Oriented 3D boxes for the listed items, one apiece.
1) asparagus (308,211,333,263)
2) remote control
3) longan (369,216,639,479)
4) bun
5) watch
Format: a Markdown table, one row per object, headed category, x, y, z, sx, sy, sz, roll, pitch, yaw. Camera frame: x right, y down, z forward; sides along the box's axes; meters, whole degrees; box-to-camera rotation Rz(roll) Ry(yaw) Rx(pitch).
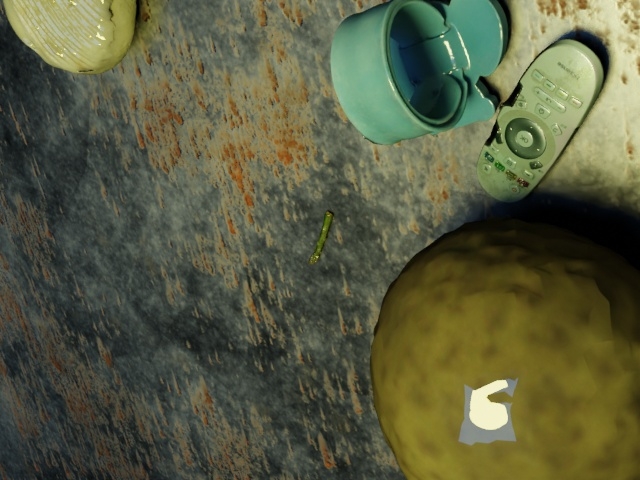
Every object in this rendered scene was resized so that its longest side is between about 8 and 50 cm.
| category | x | y | z | sx | sy | sz | roll | pitch | yaw |
| --- | --- | --- | --- | --- | --- | --- | --- | --- | --- |
| asparagus | 0.000 | 0.000 | 1.506 | 0.015 | 0.014 | 0.114 | -117 | 34 | -41 |
| remote control | 0.268 | -0.145 | 1.187 | 0.097 | 0.045 | 0.256 | 42 | 137 | 12 |
| longan | 0.248 | 0.161 | 1.165 | 0.391 | 0.391 | 0.391 | 19 | 126 | 29 |
| bun | -0.381 | -0.378 | 1.494 | 0.239 | 0.141 | 0.239 | 17 | 128 | 23 |
| watch | 0.112 | -0.202 | 1.170 | 0.211 | 0.193 | 0.211 | 20 | 126 | 31 |
